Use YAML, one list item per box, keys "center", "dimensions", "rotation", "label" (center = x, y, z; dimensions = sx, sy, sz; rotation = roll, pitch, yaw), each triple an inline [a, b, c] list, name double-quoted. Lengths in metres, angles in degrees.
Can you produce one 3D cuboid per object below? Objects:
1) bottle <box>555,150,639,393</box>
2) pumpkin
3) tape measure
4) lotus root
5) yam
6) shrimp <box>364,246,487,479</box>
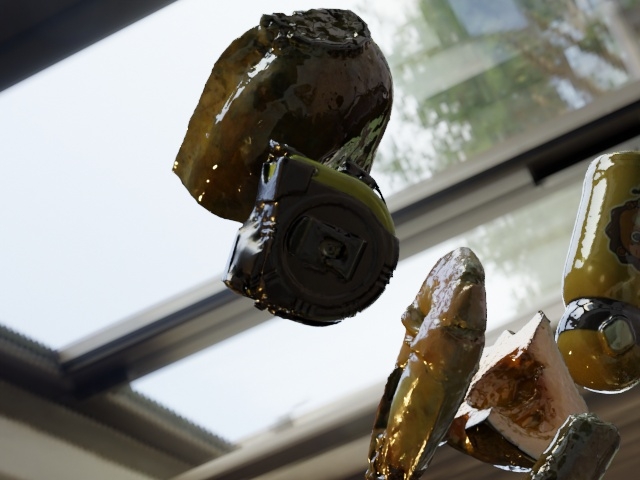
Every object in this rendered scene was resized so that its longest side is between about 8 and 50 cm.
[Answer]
- center: [0.443, 0.056, 2.029]
  dimensions: [0.171, 0.171, 0.351]
  rotation: [50, -131, -49]
  label: "bottle"
- center: [0.217, 0.207, 1.550]
  dimensions: [0.149, 0.130, 0.254]
  rotation: [48, -149, -5]
  label: "pumpkin"
- center: [0.000, 0.000, 1.567]
  dimensions: [0.186, 0.199, 0.112]
  rotation: [20, -178, -17]
  label: "tape measure"
- center: [-0.006, -0.150, 1.722]
  dimensions: [0.267, 0.260, 0.149]
  rotation: [-1, -141, -40]
  label: "lotus root"
- center: [0.187, 0.292, 1.345]
  dimensions: [0.067, 0.317, 0.071]
  rotation: [4, 134, 55]
  label: "yam"
- center: [0.087, 0.131, 1.230]
  dimensions: [0.145, 0.061, 0.267]
  rotation: [-130, 52, -70]
  label: "shrimp"
